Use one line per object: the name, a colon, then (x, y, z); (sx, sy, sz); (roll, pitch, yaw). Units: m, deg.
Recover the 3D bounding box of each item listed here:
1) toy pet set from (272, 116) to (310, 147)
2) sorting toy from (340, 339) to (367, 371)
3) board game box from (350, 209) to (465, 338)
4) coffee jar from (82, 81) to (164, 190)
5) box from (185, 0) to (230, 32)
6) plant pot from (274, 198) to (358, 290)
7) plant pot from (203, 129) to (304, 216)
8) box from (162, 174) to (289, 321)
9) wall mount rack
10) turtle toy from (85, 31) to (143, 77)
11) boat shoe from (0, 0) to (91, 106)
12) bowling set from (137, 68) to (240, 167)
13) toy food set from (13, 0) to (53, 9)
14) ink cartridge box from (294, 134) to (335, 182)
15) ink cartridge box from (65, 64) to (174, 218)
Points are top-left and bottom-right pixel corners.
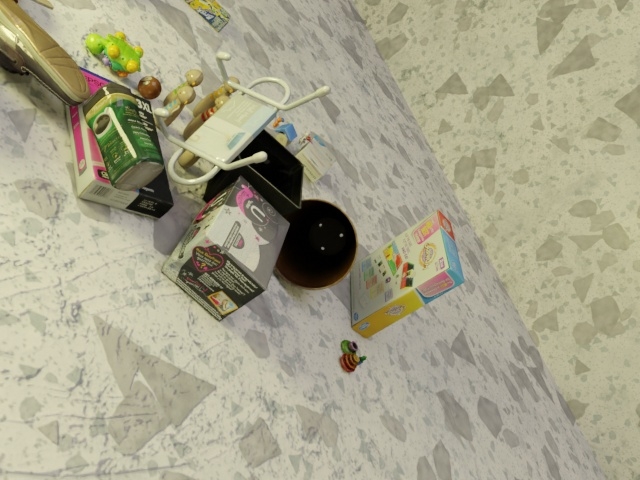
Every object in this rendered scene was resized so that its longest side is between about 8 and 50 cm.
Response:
toy pet set: (-0.095, -0.346, 1.788); (0.122, 0.065, 0.114); (35, 45, 9)
sorting toy: (0.082, 0.278, 1.415); (0.061, 0.042, 0.102); (45, 28, -19)
board game box: (0.218, 0.089, 1.551); (0.064, 0.316, 0.242); (40, 31, -27)
coffee jar: (-0.356, -0.188, 1.043); (0.079, 0.096, 0.184); (3, 57, -60)
box: (-0.369, -0.751, 1.856); (0.169, 0.054, 0.059); (40, 31, -29)
plant pot: (0.000, 0.000, 1.460); (0.215, 0.215, 0.230); (55, 11, 1)
plant pot: (-0.165, -0.138, 1.355); (0.188, 0.167, 0.187); (40, 29, -28)
box: (-0.183, 0.008, 1.185); (0.163, 0.142, 0.247); (45, 28, -18)
wall mount rack: (-0.156, -0.249, 1.182); (0.304, 0.350, 0.130); (27, -27, 24)
turtle toy: (-0.462, -0.420, 1.307); (0.130, 0.066, 0.095); (37, 32, -31)
boat shoe: (-0.546, -0.348, 1.060); (0.285, 0.092, 0.103); (47, 15, -10)
bowling set: (-0.310, -0.326, 1.349); (0.200, 0.154, 0.287); (38, 31, -31)
toy food set: (-0.637, -0.527, 1.140); (0.218, 0.071, 0.128); (56, 22, 13)
ink cartridge box: (-0.022, -0.253, 1.837); (0.104, 0.061, 0.181); (49, 27, -11)
ink cartridge box: (-0.414, -0.223, 1.169); (0.176, 0.069, 0.371); (18, 42, -50)
